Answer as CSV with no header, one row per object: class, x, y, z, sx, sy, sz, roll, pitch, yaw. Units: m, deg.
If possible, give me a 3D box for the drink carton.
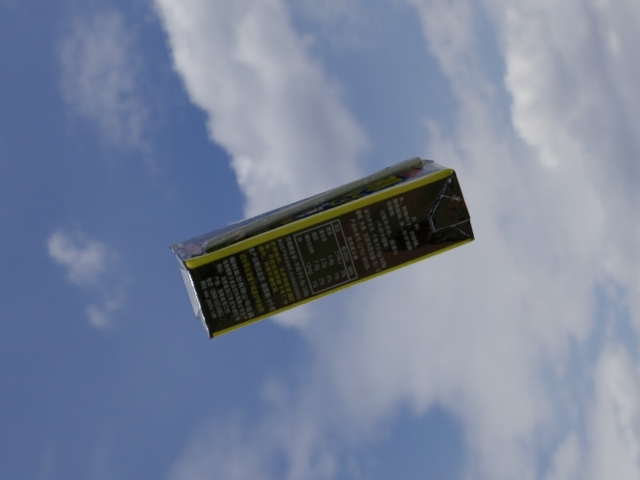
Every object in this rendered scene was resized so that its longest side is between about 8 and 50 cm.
drink carton,0.000,0.000,0.937,0.071,0.166,0.056,-142,32,-74
